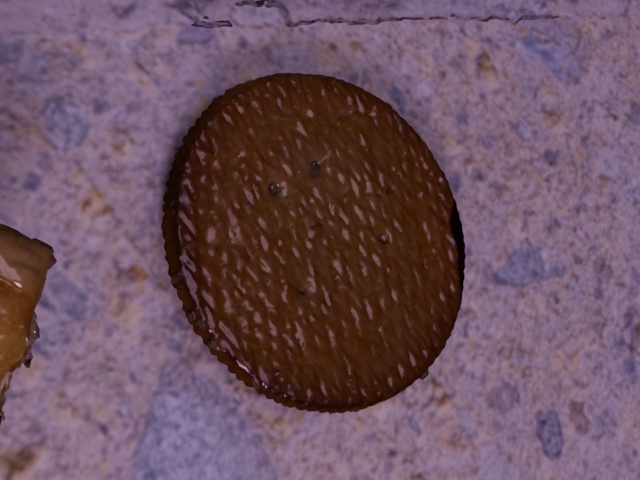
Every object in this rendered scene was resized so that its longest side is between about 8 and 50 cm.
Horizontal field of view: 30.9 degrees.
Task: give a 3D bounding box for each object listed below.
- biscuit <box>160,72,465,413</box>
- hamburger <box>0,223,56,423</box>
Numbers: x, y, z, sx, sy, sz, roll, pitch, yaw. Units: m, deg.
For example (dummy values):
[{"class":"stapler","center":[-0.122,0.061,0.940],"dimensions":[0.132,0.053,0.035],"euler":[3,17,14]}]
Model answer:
[{"class":"biscuit","center":[0.000,0.000,0.998],"dimensions":[0.305,0.038,0.305],"euler":[8,75,-31]},{"class":"hamburger","center":[-0.291,0.086,0.727],"dimensions":[0.282,0.155,0.245],"euler":[-16,90,-36]}]
